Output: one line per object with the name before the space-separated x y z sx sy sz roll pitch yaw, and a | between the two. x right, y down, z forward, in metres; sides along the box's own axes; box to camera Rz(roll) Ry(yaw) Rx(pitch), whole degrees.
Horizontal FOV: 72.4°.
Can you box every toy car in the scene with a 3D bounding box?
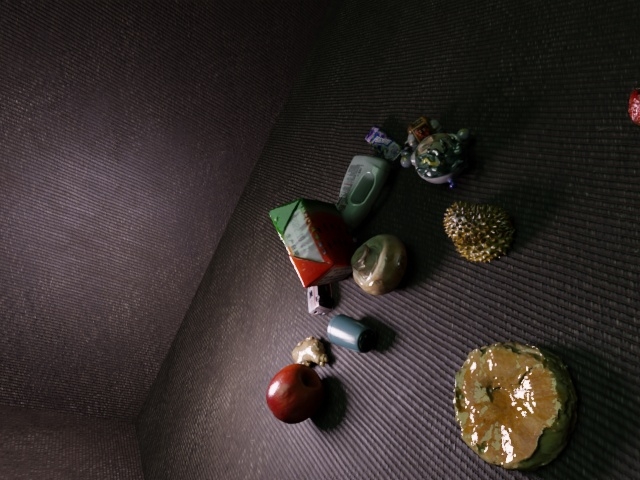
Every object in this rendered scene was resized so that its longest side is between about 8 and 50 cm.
toy car | -0.007 0.230 1.972 0.108 0.089 0.210 -42 42 41

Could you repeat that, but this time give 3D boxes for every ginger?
ginger | -0.040 0.476 1.870 0.213 0.074 0.138 -27 57 50

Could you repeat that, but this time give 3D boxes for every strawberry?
strawberry | 0.844 -0.346 1.118 0.106 0.106 0.106 -34 44 40

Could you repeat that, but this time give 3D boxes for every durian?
durian | 0.489 -0.036 1.392 0.249 0.138 0.183 22 79 52

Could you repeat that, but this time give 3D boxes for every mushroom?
mushroom | 0.222 0.085 1.652 0.255 0.184 0.255 -49 21 27

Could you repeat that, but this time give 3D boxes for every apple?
apple | -0.100 0.607 1.737 0.201 0.218 0.218 -49 35 27

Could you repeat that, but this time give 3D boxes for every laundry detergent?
laundry detergent | 0.161 -0.179 1.964 0.264 0.124 0.398 25 91 61

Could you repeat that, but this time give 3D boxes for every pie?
pie | 0.486 0.419 1.133 0.339 0.083 0.340 -30 48 41

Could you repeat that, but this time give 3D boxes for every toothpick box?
toothpick box | 0.121 0.359 1.671 0.184 0.120 0.120 12 79 54

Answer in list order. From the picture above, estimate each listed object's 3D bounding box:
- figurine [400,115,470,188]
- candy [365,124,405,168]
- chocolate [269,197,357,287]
figurine | 0.428 -0.351 1.642 0.261 0.186 0.382 -37 35 21
candy | 0.298 -0.430 1.988 0.088 0.061 0.312 -52 35 17
chocolate | 0.000 0.000 1.797 0.161 0.360 0.341 -32 76 24
